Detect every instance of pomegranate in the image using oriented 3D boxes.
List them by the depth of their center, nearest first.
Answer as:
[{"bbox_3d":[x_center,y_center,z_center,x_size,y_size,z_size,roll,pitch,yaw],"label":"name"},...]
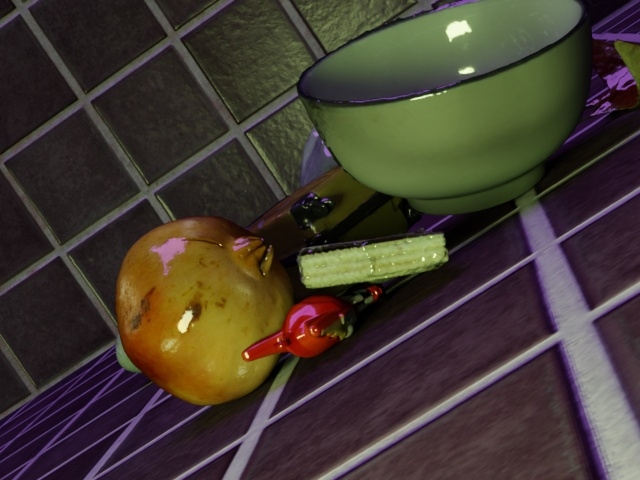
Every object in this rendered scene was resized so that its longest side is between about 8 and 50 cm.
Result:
[{"bbox_3d":[-0.122,0.078,1.454,0.209,0.209,0.209,-34,4,3],"label":"pomegranate"}]

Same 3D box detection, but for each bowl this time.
[{"bbox_3d":[0.163,-0.150,1.573,0.353,0.185,0.354,-15,22,6],"label":"bowl"}]

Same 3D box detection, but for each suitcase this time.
[{"bbox_3d":[0.010,-0.004,1.727,0.194,0.143,0.235,-38,7,-41],"label":"suitcase"}]

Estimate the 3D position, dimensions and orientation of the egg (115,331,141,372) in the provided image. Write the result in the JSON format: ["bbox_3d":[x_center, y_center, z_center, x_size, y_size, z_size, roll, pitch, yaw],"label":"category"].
[{"bbox_3d":[-0.267,0.151,2.201,0.164,0.131,0.131,-49,8,-15],"label":"egg"}]

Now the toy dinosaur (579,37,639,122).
[{"bbox_3d":[0.380,-0.227,1.678,0.206,0.113,0.327,-31,7,33],"label":"toy dinosaur"}]

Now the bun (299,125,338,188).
[{"bbox_3d":[0.111,-0.153,2.195,0.362,0.211,0.362,-38,3,2],"label":"bun"}]

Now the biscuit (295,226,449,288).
[{"bbox_3d":[0.052,0.021,1.424,0.150,0.052,0.252,-10,-1,-3],"label":"biscuit"}]

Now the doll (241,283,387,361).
[{"bbox_3d":[0.005,0.080,1.379,0.109,0.057,0.169,-23,6,40],"label":"doll"}]
